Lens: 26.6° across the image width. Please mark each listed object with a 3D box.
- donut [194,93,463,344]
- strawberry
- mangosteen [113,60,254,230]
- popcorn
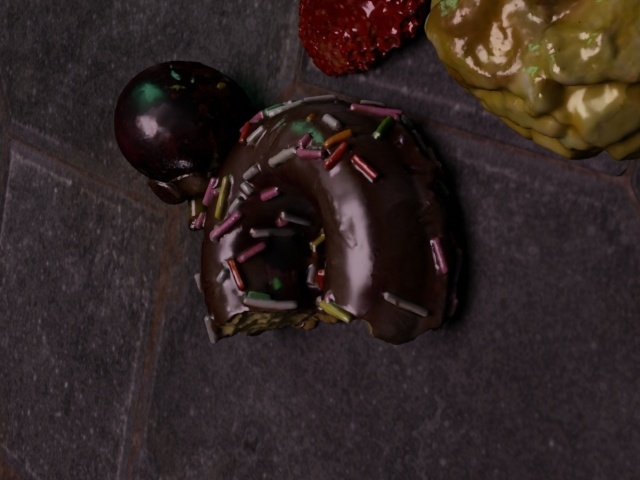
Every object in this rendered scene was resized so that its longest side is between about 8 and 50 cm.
[{"bbox_3d":[-0.004,-0.023,1.410,0.345,0.136,0.259,-3,89,50],"label":"donut"},{"bbox_3d":[0.027,-0.242,1.410,0.208,0.087,0.167,-55,51,37],"label":"strawberry"},{"bbox_3d":[-0.162,-0.123,1.592,0.172,0.172,0.184,63,153,31],"label":"mangosteen"},{"bbox_3d":[0.212,-0.181,1.075,0.225,0.249,0.249,-52,50,19],"label":"popcorn"}]
